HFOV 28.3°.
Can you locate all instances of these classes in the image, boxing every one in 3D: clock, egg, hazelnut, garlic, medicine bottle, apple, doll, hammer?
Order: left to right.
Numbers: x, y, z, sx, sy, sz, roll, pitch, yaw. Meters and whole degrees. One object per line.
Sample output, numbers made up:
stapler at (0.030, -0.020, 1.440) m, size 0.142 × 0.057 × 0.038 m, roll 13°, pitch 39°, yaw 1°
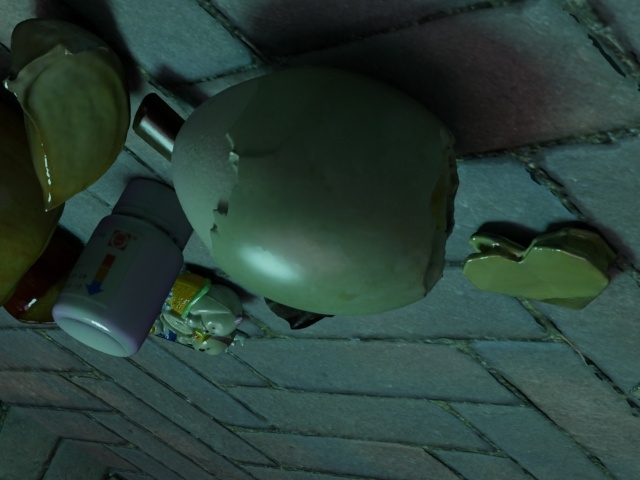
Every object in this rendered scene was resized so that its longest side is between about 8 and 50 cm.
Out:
apple at (-0.573, -0.052, 1.898) m, size 0.347 × 0.391 × 0.391 m, roll 27°, pitch 157°, yaw -5°
hazelnut at (-0.531, 0.070, 2.367) m, size 0.181 × 0.181 × 0.212 m, roll 2°, pitch 161°, yaw 13°
garlic at (-0.325, -0.187, 1.609) m, size 0.151 × 0.196 × 0.338 m, roll 8°, pitch 154°, yaw -1°
medicine bottle at (-0.298, 0.041, 1.976) m, size 0.152 × 0.254 × 0.152 m, roll 20°, pitch 155°, yaw 10°
doll at (-0.264, 0.171, 2.422) m, size 0.227 × 0.057 × 0.114 m, roll 20°, pitch 163°, yaw -24°
clock at (-0.208, 0.133, 2.274) m, size 0.144 × 0.103 × 0.231 m, roll 32°, pitch 156°, yaw 4°
hammer at (-0.099, -0.043, 1.714) m, size 0.409 × 0.095 × 0.242 m, roll 40°, pitch 147°, yaw -18°
egg at (-0.013, -0.061, 1.442) m, size 0.336 × 0.278 × 0.278 m, roll 13°, pitch 155°, yaw 10°

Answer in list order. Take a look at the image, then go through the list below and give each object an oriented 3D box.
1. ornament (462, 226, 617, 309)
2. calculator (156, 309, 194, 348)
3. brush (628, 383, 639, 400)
ornament at (0.300, 0.045, 1.650) m, size 0.201 × 0.059 × 0.180 m, roll -3°, pitch 147°, yaw 45°
calculator at (-0.343, 0.133, 2.498) m, size 0.166 × 0.028 × 0.274 m, roll 14°, pitch 155°, yaw 23°
brush at (0.614, 0.276, 1.879) m, size 0.314 × 0.017 × 0.090 m, roll 24°, pitch 159°, yaw 2°
